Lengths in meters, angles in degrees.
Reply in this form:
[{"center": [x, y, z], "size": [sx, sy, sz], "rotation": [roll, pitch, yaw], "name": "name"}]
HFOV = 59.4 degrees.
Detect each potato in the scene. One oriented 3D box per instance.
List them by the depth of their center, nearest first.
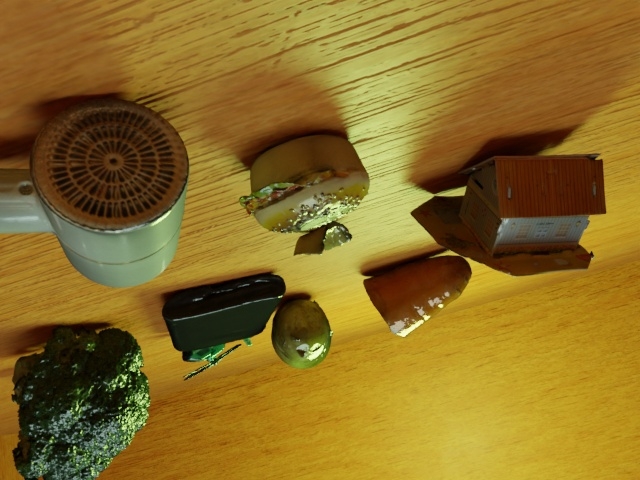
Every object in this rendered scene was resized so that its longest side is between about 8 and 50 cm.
[{"center": [-0.039, 0.229, 1.371], "size": [0.143, 0.169, 0.248], "rotation": [12, 160, 16], "name": "potato"}]

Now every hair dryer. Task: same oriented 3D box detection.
[{"center": [-0.288, -0.027, 0.428], "size": [0.357, 0.107, 0.173], "rotation": [0, 160, -18], "name": "hair dryer"}]

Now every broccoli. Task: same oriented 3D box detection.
[{"center": [-0.473, 0.303, 1.096], "size": [0.283, 0.321, 0.304], "rotation": [19, -167, 26], "name": "broccoli"}]

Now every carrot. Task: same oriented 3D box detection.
[{"center": [0.232, 0.105, 1.260], "size": [0.225, 0.159, 0.159], "rotation": [-31, 161, 15], "name": "carrot"}]

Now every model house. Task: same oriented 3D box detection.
[{"center": [0.250, -0.066, 0.742], "size": [0.219, 0.207, 0.136], "rotation": [-1, 125, -13], "name": "model house"}]

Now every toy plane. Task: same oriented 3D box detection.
[{"center": [-0.271, 0.269, 1.438], "size": [0.060, 0.096, 0.235], "rotation": [-27, 178, 44], "name": "toy plane"}]

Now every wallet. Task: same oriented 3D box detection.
[{"center": [-0.208, 0.164, 1.187], "size": [0.228, 0.062, 0.406], "rotation": [-10, 163, -15], "name": "wallet"}]

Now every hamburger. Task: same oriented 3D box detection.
[{"center": [-0.015, -0.051, 0.574], "size": [0.126, 0.081, 0.141], "rotation": [-23, 164, 26], "name": "hamburger"}]

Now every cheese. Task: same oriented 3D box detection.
[{"center": [-0.001, -0.001, 0.841], "size": [0.060, 0.041, 0.084], "rotation": [-19, -179, 42], "name": "cheese"}]

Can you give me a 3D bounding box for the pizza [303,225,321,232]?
[{"center": [-0.025, -0.029, 0.756], "size": [0.100, 0.029, 0.099], "rotation": [-10, 172, -10], "name": "pizza"}]
